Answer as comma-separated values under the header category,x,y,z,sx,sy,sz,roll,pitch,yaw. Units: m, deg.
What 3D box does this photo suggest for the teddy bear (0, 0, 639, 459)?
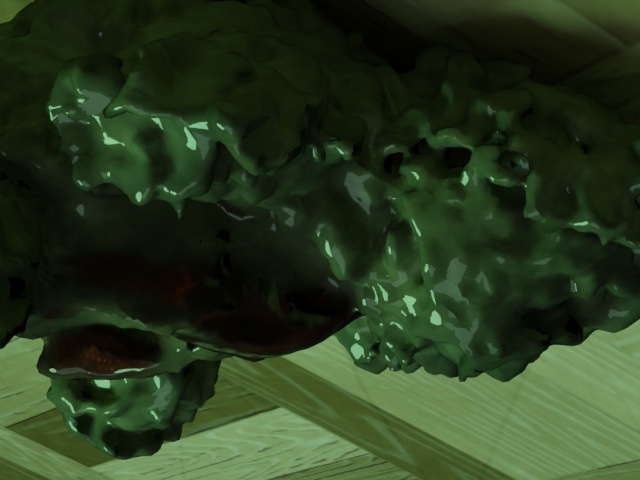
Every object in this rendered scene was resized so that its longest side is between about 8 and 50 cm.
category,x,y,z,sx,sy,sz,roll,pitch,yaw
teddy bear,0.000,0.000,0.919,0.367,0.225,0.357,8,167,17
